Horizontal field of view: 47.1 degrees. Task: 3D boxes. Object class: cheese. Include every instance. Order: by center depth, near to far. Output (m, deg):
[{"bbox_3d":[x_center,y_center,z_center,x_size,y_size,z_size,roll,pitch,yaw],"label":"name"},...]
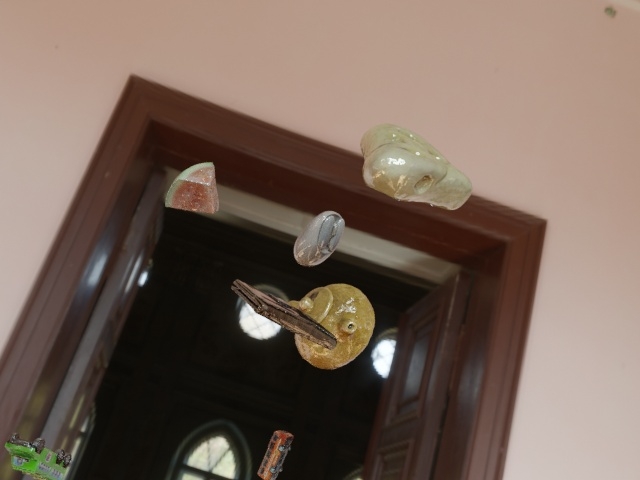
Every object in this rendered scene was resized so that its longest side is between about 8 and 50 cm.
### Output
[{"bbox_3d":[0.187,-0.213,1.886,0.350,0.130,0.328,8,30,-46],"label":"cheese"}]

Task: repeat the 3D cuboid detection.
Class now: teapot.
[{"bbox_3d":[0.005,0.183,1.720,0.167,0.203,0.311,41,-15,-28],"label":"teapot"}]

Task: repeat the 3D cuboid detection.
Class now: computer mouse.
[{"bbox_3d":[0.001,0.002,1.105,0.066,0.039,0.096,15,-59,-50],"label":"computer mouse"}]

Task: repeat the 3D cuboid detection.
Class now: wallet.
[{"bbox_3d":[-0.071,0.152,1.485,0.230,0.042,0.124,30,2,-41],"label":"wallet"}]

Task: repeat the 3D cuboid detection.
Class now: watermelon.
[{"bbox_3d":[-0.191,-0.072,1.114,0.072,0.092,0.085,41,-22,37],"label":"watermelon"}]

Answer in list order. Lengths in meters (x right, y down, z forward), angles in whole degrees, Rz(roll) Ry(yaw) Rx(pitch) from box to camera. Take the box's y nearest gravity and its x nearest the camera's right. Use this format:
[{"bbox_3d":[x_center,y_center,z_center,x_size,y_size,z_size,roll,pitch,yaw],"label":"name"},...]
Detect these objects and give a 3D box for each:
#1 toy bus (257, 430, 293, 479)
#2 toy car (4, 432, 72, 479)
[{"bbox_3d":[-0.096,0.457,1.561,0.043,0.110,0.031,25,5,32],"label":"toy bus"},{"bbox_3d":[-0.556,0.428,1.439,0.071,0.063,0.165,7,-29,13],"label":"toy car"}]
